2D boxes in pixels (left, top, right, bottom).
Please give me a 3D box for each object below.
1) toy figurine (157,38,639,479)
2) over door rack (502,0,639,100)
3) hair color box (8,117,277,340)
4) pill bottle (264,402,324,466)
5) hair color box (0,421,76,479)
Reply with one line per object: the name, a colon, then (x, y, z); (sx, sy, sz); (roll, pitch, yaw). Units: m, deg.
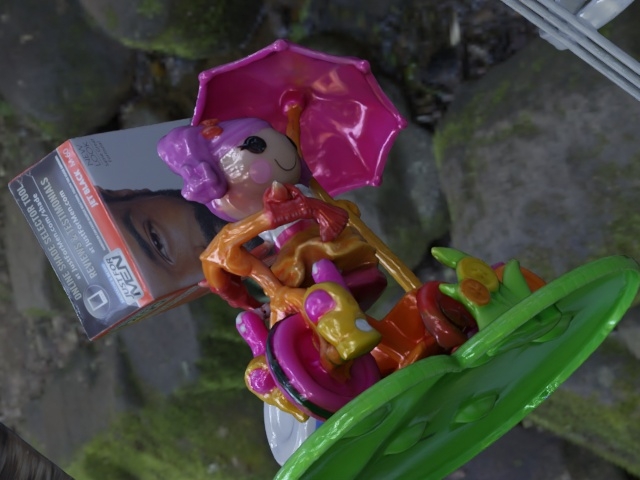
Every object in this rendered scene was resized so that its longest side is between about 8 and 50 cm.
toy figurine: (0.000, 0.000, 0.429); (0.159, 0.173, 0.130); (50, 125, 22)
over door rack: (0.187, -0.150, 0.537); (0.108, 0.239, 0.324); (-60, 11, -11)
hair color box: (-0.080, -0.015, 0.673); (0.053, 0.167, 0.093); (-31, 86, 31)
pill bottle: (0.038, 0.111, 0.818); (0.078, 0.137, 0.078); (-179, 90, -68)
hair color box: (-0.261, 0.243, 0.609); (0.105, 0.347, 0.174); (13, 154, 29)
